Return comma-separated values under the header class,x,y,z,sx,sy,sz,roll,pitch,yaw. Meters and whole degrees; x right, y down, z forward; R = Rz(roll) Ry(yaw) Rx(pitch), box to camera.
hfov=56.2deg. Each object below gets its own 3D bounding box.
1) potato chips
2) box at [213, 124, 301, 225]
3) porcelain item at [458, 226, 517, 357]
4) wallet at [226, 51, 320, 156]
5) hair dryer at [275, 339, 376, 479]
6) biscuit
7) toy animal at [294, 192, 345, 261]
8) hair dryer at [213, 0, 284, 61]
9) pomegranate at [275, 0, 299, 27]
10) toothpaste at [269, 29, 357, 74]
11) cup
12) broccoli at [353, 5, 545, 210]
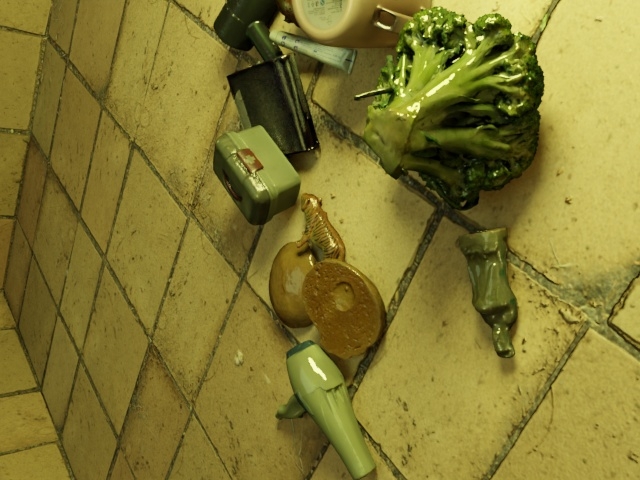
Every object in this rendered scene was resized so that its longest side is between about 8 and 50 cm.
class,x,y,z,sx,sy,sz,roll,pitch,yaw
potato chips,-0.073,0.103,1.405,0.195,0.062,0.208,48,127,39
box,-0.150,-0.152,1.393,0.210,0.129,0.148,53,152,18
porcelain item,0.285,0.089,0.999,0.081,0.069,0.215,-11,88,44
wallet,-0.114,-0.307,1.405,0.262,0.071,0.220,3,116,51
hair dryer,0.009,0.403,1.310,0.296,0.119,0.298,48,140,32
biscuit,0.051,0.136,1.244,0.181,0.049,0.208,-33,81,34
toy animal,0.000,0.000,1.321,0.099,0.057,0.241,-53,53,35
hair dryer,-0.108,-0.506,1.418,0.244,0.116,0.302,-44,70,40
pomegranate,-0.002,-0.533,1.254,0.205,0.159,0.159,-34,62,13
toothpaste,-0.020,-0.420,1.315,0.218,0.033,0.052,26,111,23
cup,0.089,-0.429,1.082,0.253,0.200,0.191,41,130,25
broccoli,0.184,-0.208,0.944,0.304,0.283,0.321,32,132,33
